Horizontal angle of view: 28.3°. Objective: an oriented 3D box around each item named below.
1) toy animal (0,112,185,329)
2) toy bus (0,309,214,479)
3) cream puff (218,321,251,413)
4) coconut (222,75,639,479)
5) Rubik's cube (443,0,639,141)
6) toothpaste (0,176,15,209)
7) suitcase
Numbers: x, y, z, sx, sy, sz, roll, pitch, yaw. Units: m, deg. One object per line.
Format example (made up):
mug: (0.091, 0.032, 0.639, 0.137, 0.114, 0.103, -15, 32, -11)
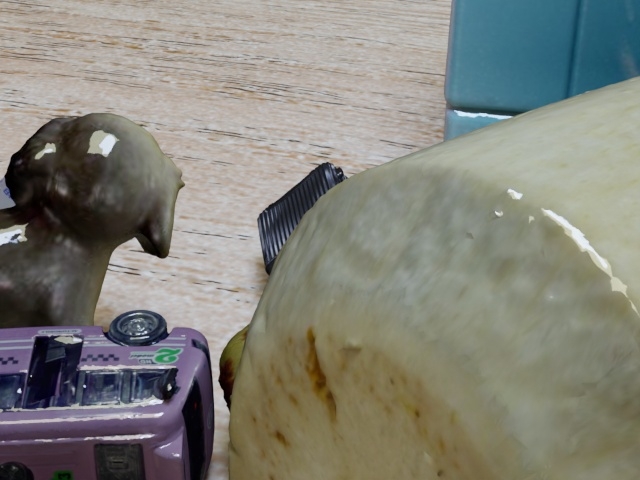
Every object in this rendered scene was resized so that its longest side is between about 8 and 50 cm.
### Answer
toy animal: (-0.198, 0.015, 0.815, 0.233, 0.169, 0.121, -18, 33, -16)
toy bus: (-0.159, 0.105, 0.706, 0.199, 0.096, 0.108, -2, 31, -2)
cream puff: (0.011, 0.088, 0.760, 0.149, 0.084, 0.149, -3, 15, 1)
coconut: (0.125, 0.081, 0.568, 0.323, 0.323, 0.323, 1, 26, -1)
Rubik's cube: (0.281, -0.228, 1.156, 0.316, 0.322, 0.319, 7, 26, 7)
toothpaste: (-0.247, -0.021, 1.015, 0.075, 0.048, 0.301, 17, 32, 19)
suitcase: (0.000, 0.000, 0.939, 0.086, 0.059, 0.126, -38, 23, 10)
